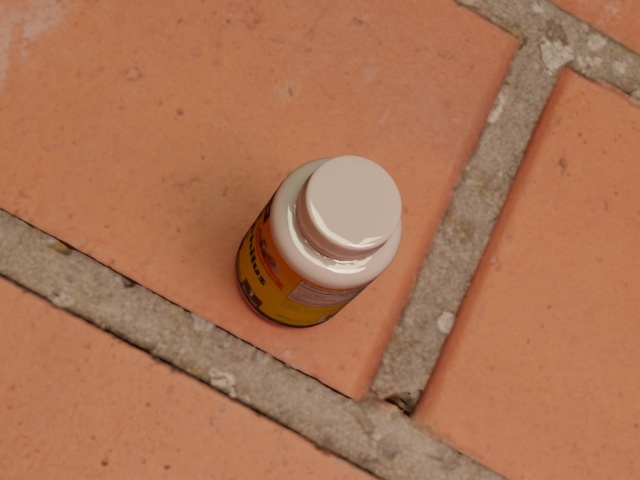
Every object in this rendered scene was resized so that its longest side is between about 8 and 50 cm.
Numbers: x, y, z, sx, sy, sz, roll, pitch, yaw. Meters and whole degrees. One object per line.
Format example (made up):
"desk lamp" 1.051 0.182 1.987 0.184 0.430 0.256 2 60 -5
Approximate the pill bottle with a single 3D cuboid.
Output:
"pill bottle" 0.000 0.000 1.197 0.117 0.215 0.117 5 71 -15
